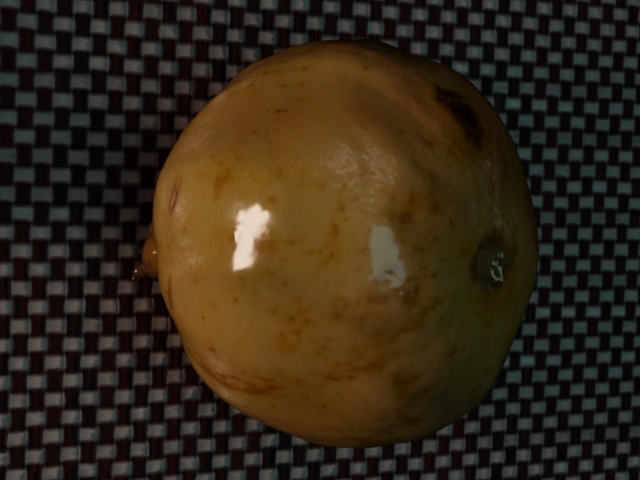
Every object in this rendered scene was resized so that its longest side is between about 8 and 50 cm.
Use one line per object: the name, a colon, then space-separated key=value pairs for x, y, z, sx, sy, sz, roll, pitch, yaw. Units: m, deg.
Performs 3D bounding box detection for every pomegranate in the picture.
pomegranate: x=0.000 y=0.000 z=1.285 sx=0.343 sy=0.342 sz=0.342 roll=-3 pitch=96 yaw=-28
